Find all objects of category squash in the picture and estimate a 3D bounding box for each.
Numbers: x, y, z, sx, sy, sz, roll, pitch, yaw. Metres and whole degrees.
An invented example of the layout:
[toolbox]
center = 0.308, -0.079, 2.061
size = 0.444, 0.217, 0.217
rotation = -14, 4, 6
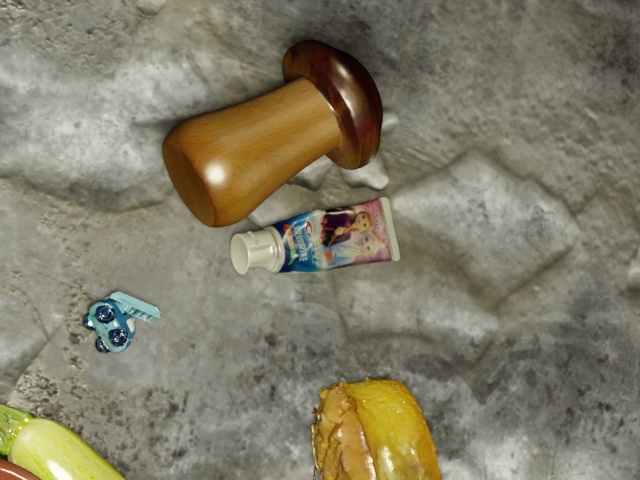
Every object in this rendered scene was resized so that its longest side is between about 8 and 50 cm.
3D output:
[squash]
center = -0.309, 0.298, 1.619
size = 0.137, 0.137, 0.287
rotation = -37, 99, -24

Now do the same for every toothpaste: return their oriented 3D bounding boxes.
[toothpaste]
center = 0.000, 0.000, 1.838
size = 0.266, 0.061, 0.096
rotation = -9, 88, -32

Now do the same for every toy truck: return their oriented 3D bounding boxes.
[toy truck]
center = -0.258, 0.103, 1.703
size = 0.090, 0.056, 0.073
rotation = -28, 92, -37

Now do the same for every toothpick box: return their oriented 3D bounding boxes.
[toothpick box]
center = -0.057, -0.145, 1.751
size = 0.294, 0.192, 0.192
rotation = -30, 98, -19

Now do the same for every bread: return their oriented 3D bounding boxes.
[bread]
center = 0.087, 0.321, 1.794
size = 0.160, 0.147, 0.261
rotation = -6, 88, -23

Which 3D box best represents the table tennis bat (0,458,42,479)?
[table tennis bat]
center = -0.383, 0.396, 1.575
size = 0.200, 0.038, 0.310
rotation = -17, 112, 8
